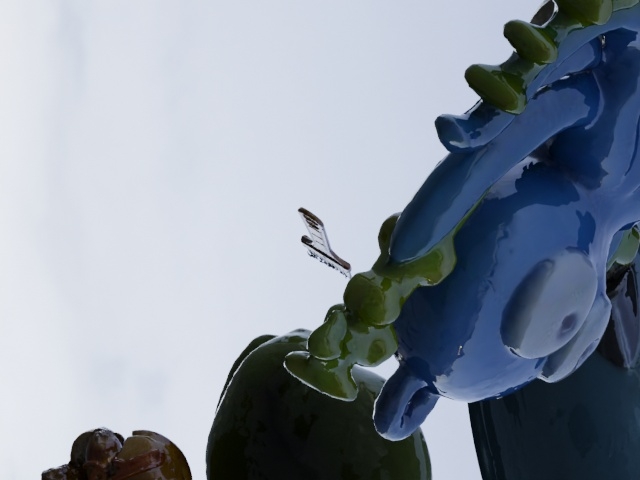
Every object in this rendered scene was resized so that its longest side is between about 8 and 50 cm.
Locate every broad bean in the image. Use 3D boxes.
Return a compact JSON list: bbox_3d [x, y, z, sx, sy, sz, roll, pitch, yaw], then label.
[{"bbox_3d":[-0.006,0.230,1.429,0.238,0.119,0.291,-15,-100,17],"label":"broad bean"}]

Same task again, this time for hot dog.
[{"bbox_3d":[-0.184,0.355,1.427,0.158,0.117,0.348,3,-71,38],"label":"hot dog"}]

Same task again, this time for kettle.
[{"bbox_3d":[0.223,0.087,1.227,0.319,0.247,0.342,-119,-170,-70],"label":"kettle"}]

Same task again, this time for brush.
[{"bbox_3d":[0.000,0.000,2.057,0.017,0.090,0.314,-57,167,-8],"label":"brush"}]

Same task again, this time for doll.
[{"bbox_3d":[0.146,-0.021,0.736,0.341,0.346,0.099,-46,-113,-1],"label":"doll"}]

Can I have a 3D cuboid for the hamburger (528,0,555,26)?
[{"bbox_3d":[0.397,-0.231,1.754,0.227,0.295,0.151,110,-12,-45],"label":"hamburger"}]
